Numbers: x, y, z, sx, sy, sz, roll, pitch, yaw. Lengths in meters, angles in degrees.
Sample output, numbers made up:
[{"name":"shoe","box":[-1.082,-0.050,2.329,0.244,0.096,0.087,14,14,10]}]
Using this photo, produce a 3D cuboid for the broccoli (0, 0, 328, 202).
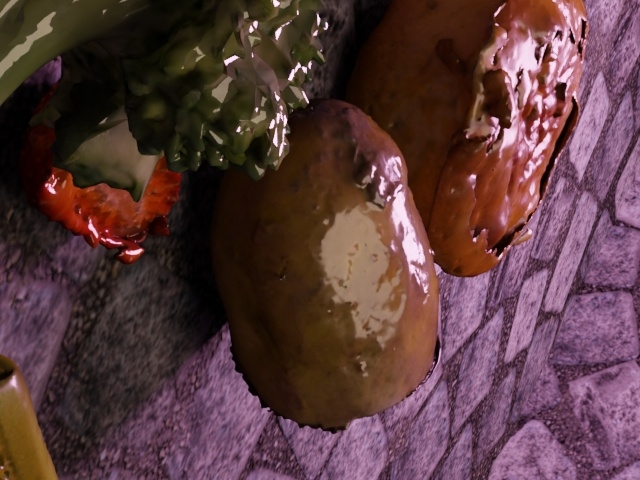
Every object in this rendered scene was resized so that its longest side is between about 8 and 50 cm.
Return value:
[{"name":"broccoli","box":[-0.138,-0.181,0.662,0.338,0.277,0.318,-4,109,-66]}]

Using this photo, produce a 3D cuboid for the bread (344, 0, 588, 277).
[{"name":"bread","box":[0.157,-0.137,1.434,0.358,0.204,0.337,-7,112,-68]}]

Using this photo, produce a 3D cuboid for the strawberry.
[{"name":"strawberry","box":[-0.167,-0.056,0.967,0.121,0.082,0.188,-40,157,-15]}]

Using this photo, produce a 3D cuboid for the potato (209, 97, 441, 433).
[{"name":"potato","box":[0.000,0.000,1.212,0.229,0.229,0.266,-48,143,-41]}]

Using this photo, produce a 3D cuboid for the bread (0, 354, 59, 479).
[{"name":"bread","box":[-0.253,0.235,0.944,0.166,0.112,0.384,-54,150,-37]}]
